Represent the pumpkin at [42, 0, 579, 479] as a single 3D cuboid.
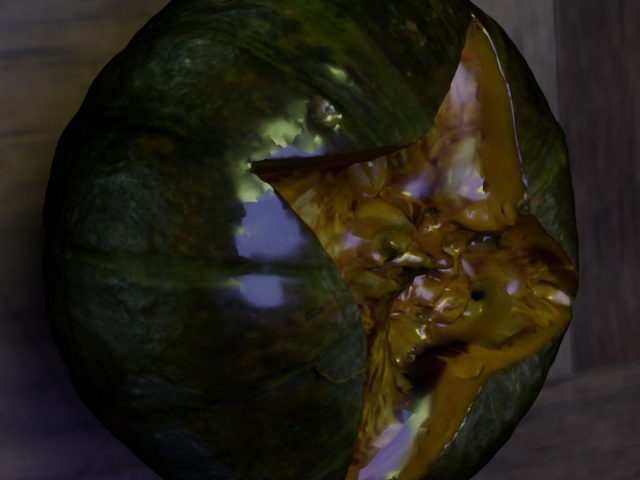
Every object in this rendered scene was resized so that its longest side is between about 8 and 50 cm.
[{"bbox_3d":[-0.003,-0.001,0.636,0.238,0.159,0.238,-9,101,-48],"label":"pumpkin"}]
